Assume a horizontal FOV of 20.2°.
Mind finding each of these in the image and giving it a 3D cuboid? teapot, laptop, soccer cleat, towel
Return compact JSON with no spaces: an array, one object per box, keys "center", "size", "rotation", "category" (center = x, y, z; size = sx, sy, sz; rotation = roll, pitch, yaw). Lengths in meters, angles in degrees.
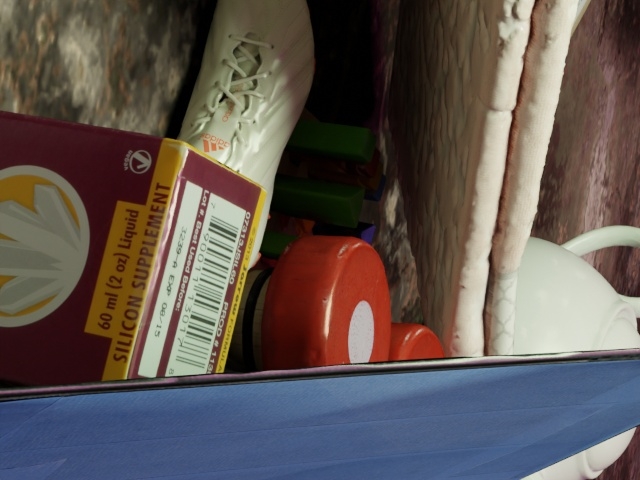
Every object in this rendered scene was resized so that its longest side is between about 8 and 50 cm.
[{"center":[0.203,0.116,1.558],"size":[0.252,0.187,0.256],"rotation":[-7,105,-67],"category":"teapot"},{"center":[-0.054,0.212,0.723],"size":[0.382,0.236,0.408],"rotation":[-1,103,-32],"category":"laptop"},{"center":[-0.050,-0.067,1.042],"size":[0.076,0.068,0.196],"rotation":[-2,104,-64],"category":"soccer cleat"},{"center":[0.094,-0.123,1.103],"size":[0.332,0.053,0.317],"rotation":[-97,-170,-53],"category":"towel"}]

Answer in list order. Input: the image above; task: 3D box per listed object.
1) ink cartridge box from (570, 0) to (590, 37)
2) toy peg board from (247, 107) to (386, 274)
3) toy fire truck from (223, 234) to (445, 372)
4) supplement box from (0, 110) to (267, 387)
[{"center":[0.163,-0.254,1.430],"size":[0.193,0.088,0.235],"rotation":[79,32,-43],"category":"ink cartridge box"},{"center":[0.000,0.000,1.169],"size":[0.160,0.079,0.161],"rotation":[36,67,-65],"category":"toy peg board"},{"center":[-0.052,0.138,0.955],"size":[0.302,0.169,0.254],"rotation":[51,45,-60],"category":"toy fire truck"},{"center":[-0.130,0.004,0.725],"size":[0.081,0.188,0.104],"rotation":[29,73,-65],"category":"supplement box"}]
